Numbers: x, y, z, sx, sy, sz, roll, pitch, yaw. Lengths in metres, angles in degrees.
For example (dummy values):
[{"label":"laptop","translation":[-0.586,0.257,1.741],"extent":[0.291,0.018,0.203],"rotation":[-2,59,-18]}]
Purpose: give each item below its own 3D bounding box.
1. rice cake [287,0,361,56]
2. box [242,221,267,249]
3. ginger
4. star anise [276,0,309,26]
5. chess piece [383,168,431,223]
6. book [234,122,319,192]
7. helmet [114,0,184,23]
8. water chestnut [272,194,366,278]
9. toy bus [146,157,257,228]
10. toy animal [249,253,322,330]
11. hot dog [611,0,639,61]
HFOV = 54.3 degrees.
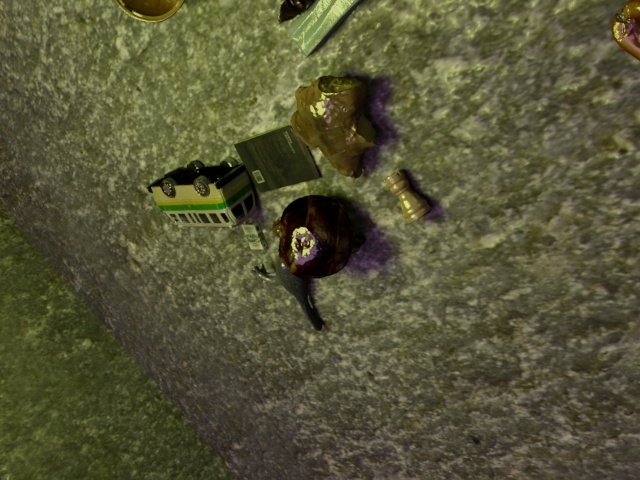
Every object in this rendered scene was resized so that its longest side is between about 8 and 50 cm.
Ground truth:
[{"label":"rice cake","translation":[0.012,-0.492,1.349],"extent":[0.080,0.042,0.222],"rotation":[55,138,-2]},{"label":"box","translation":[-0.199,-0.013,1.883],"extent":[0.054,0.024,0.083],"rotation":[-1,119,38]},{"label":"ginger","translation":[0.034,-0.250,1.447],"extent":[0.219,0.123,0.269],"rotation":[10,126,30]},{"label":"star anise","translation":[-0.058,-0.515,1.349],"extent":[0.056,0.129,0.124],"rotation":[38,103,-18]},{"label":"chess piece","translation":[0.202,-0.106,1.467],"extent":[0.066,0.066,0.122],"rotation":[-30,93,47]},{"label":"book","translation":[-0.119,-0.216,1.669],"extent":[0.228,0.024,0.160],"rotation":[-9,114,43]},{"label":"helmet","translation":[-0.401,-0.649,1.495],"extent":[0.205,0.140,0.256],"rotation":[-14,103,9]},{"label":"water chestnut","translation":[0.000,0.000,1.613],"extent":[0.238,0.223,0.223],"rotation":[9,142,-22]},{"label":"toy bus","translation":[-0.341,-0.129,1.827],"extent":[0.306,0.143,0.178],"rotation":[1,123,37]},{"label":"toy animal","translation":[-0.099,0.108,1.841],"extent":[0.206,0.081,0.366],"rotation":[8,124,17]},{"label":"hot dog","translation":[0.587,-0.302,1.003],"extent":[0.249,0.068,0.100],"rotation":[42,150,10]}]
